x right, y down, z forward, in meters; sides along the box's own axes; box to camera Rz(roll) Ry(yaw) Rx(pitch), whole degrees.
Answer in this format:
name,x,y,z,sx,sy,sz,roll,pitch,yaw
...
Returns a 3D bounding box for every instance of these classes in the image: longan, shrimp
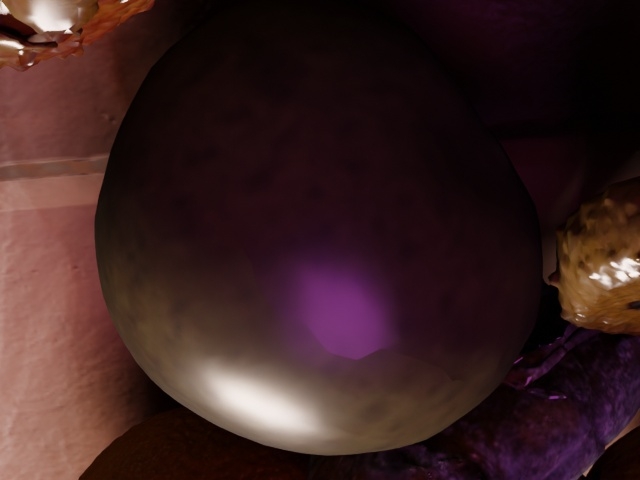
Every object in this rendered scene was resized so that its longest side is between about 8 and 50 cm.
name,x,y,z,sx,sy,sz,roll,pitch,yaw
longan,0.000,0.000,1.027,0.246,0.215,0.246,1,130,1
shrimp,0.134,0.080,1.157,0.343,0.145,0.116,-30,114,-28

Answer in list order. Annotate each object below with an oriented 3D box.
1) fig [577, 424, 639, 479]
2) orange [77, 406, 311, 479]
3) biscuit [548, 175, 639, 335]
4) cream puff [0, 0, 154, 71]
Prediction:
name,x,y,z,sx,sy,sz,roll,pitch,yaw
fig,0.224,0.187,1.288,0.207,0.175,0.175,12,130,-7
orange,-0.051,0.230,1.211,0.264,0.264,0.264,-5,133,-5
biscuit,0.256,-0.007,0.998,0.296,0.075,0.296,-5,166,-1
cream puff,-0.156,-0.235,0.755,0.228,0.350,0.350,-46,139,-27
